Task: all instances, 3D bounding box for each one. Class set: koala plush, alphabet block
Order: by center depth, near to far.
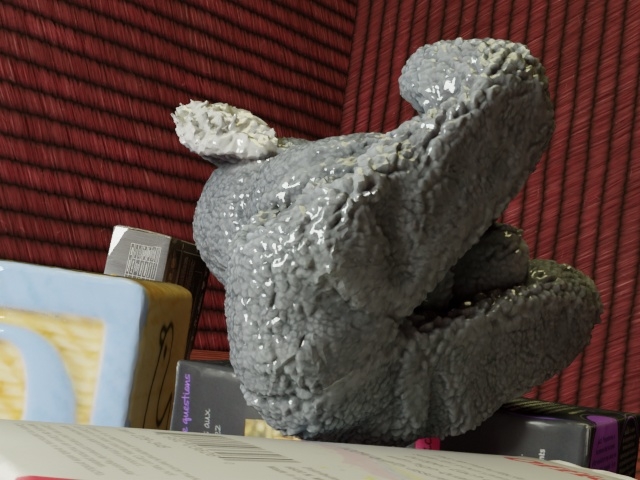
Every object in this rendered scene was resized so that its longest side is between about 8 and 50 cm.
[{"bbox_3d":[0.000,0.000,0.560,0.203,0.196,0.221,-32,31,-23],"label":"koala plush"},{"bbox_3d":[-0.215,0.111,0.747,0.193,0.193,0.197,10,-2,2],"label":"alphabet block"}]

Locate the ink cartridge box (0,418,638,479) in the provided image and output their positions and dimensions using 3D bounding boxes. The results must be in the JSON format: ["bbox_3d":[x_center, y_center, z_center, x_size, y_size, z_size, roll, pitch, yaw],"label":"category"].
[{"bbox_3d":[0.033,0.149,0.355,0.306,0.131,0.226,12,-6,-31],"label":"ink cartridge box"}]

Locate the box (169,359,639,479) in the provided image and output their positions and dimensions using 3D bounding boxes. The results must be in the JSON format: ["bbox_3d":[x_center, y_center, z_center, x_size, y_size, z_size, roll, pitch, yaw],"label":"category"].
[{"bbox_3d":[0.051,0.163,0.647,0.270,0.143,0.165,5,-4,28],"label":"box"}]

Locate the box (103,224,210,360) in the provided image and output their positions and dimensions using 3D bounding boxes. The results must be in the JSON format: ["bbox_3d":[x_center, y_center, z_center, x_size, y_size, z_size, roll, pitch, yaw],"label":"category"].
[{"bbox_3d":[-0.168,0.109,0.952,0.056,0.231,0.183,11,-2,7],"label":"box"}]
